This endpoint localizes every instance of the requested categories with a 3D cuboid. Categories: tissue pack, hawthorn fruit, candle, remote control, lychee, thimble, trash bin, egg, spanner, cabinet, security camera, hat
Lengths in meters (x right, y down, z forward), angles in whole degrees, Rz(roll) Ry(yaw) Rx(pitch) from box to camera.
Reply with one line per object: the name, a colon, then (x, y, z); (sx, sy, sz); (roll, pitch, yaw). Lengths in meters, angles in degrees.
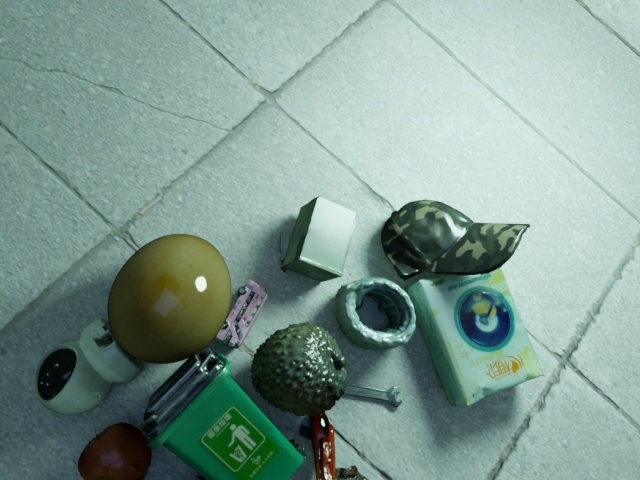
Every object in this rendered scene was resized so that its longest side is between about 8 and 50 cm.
tissue pack: (0.471, 0.277, 1.516); (0.287, 0.162, 0.388); (-16, 78, -12)
hawthorn fruit: (-0.473, 0.596, 1.223); (0.165, 0.165, 0.285); (-42, 78, -19)
candle: (0.010, 0.607, 1.329); (0.084, 0.059, 0.301); (20, 43, -24)
remote control: (-0.020, 0.565, 1.408); (0.091, 0.016, 0.034); (26, 54, -4)
lychee: (-0.055, 0.358, 1.340); (0.274, 0.255, 0.255); (-25, 79, 18)
thimble: (0.157, 0.217, 1.460); (0.250, 0.172, 0.205); (39, 73, -1)
trash bin: (-0.252, 0.490, 1.262); (0.259, 0.295, 0.381); (-44, 99, -17)
egg: (-0.386, 0.144, 1.289); (0.301, 0.301, 0.374); (24, 48, -5)
spanner: (0.104, 0.449, 1.466); (0.302, 0.017, 0.071); (10, 71, -8)
cabinet: (0.000, 0.000, 1.487); (0.150, 0.145, 0.206); (22, 71, -19)
security camera: (-0.609, 0.338, 1.262); (0.236, 0.194, 0.194); (-37, 85, -13)
hat: (0.407, -0.043, 1.488); (0.257, 0.382, 0.366); (52, 51, -9)

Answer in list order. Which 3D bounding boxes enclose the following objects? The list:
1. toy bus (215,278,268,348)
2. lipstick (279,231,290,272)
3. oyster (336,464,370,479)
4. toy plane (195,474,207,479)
toy bus: (-0.231, 0.217, 1.436); (0.090, 0.063, 0.203); (30, 70, -3)
lipstick: (-0.113, 0.038, 1.526); (0.030, 0.030, 0.129); (3, 74, -11)
oyster: (0.041, 0.735, 1.333); (0.271, 0.100, 0.275); (-28, 77, -33)
toy plane: (-0.334, 0.677, 1.266); (0.234, 0.082, 0.160); (34, 61, -21)
